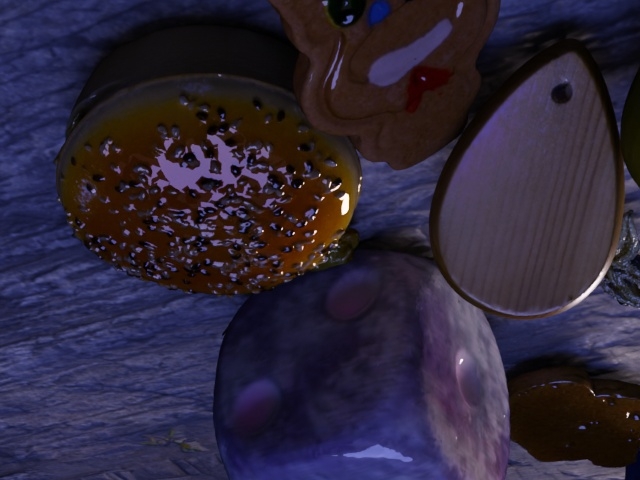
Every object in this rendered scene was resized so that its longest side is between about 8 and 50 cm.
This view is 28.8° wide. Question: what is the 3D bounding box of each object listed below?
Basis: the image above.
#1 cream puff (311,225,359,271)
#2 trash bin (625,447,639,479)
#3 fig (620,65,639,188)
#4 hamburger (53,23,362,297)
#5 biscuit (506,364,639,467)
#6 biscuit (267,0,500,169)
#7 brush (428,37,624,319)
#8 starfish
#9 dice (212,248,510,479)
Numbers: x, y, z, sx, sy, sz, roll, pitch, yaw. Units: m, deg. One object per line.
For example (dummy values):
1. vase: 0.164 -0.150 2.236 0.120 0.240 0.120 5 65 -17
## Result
1. cream puff: 0.000 0.000 1.365 0.083 0.083 0.058 -40 170 -6
2. trash bin: 0.517 0.420 1.773 0.162 0.234 0.184 -21 138 33
3. fig: 0.370 -0.121 1.059 0.207 0.207 0.230 16 105 -16
4. hamburger: -0.106 -0.063 1.191 0.300 0.176 0.300 3 143 2
5. biscuit: 0.358 0.240 1.696 0.208 0.041 0.290 -18 141 29
6. biscuit: 0.061 -0.180 1.033 0.202 0.047 0.334 -33 143 -9
7. brush: 0.205 -0.063 1.185 0.174 0.166 0.267 17 104 5
8. starfish: 0.319 0.024 1.378 0.208 0.053 0.176 10 147 -6
9. dice: 0.052 0.189 1.452 0.271 0.270 0.270 -17 139 27
